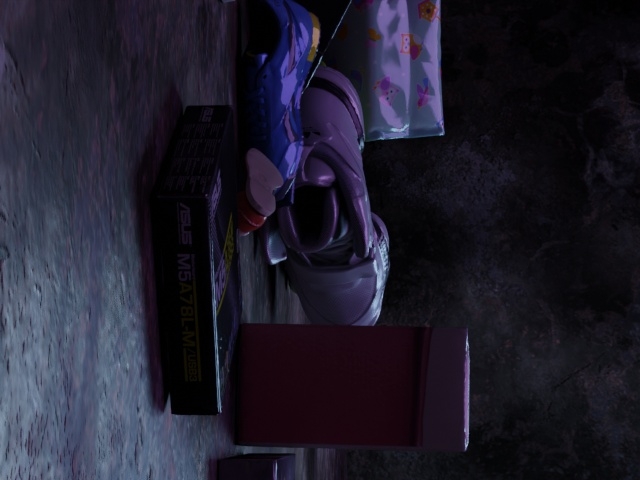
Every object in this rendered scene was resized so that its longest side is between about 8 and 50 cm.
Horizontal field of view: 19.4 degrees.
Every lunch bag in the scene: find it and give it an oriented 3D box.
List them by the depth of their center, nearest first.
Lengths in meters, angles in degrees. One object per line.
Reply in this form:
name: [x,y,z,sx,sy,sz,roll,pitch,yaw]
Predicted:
lunch bag: [0.051,-0.257,2.632,0.262,0.160,0.223,16,-70,60]

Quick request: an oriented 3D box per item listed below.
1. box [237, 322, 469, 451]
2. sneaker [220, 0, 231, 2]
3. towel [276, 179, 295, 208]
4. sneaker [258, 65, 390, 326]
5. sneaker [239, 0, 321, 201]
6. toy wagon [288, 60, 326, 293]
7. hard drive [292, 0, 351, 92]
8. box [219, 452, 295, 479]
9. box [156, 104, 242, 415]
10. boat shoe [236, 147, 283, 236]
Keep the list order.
box: [0.037,0.151,1.927,0.148,0.232,0.127,56,35,-84]
sneaker: [-0.059,-0.276,1.665,0.178,0.077,0.072,76,13,-71]
towel: [-0.052,-0.092,1.964,0.067,0.029,0.119,-16,-112,52]
sneaker: [0.000,0.000,2.157,0.210,0.137,0.366,-83,167,-56]
sneaker: [-0.058,-0.144,1.901,0.082,0.069,0.209,11,88,-51]
toy wagon: [-0.009,-0.108,2.448,0.344,0.068,0.267,-85,174,-50]
hard drive: [0.029,-0.344,2.047,0.339,0.064,0.237,-60,-170,28]
box: [-0.059,0.300,1.821,0.231,0.056,0.183,57,34,-83]
box: [-0.091,0.012,1.454,0.191,0.045,0.184,-82,174,-66]
boat shoe: [-0.067,-0.047,1.822,0.043,0.049,0.137,-46,-163,21]
